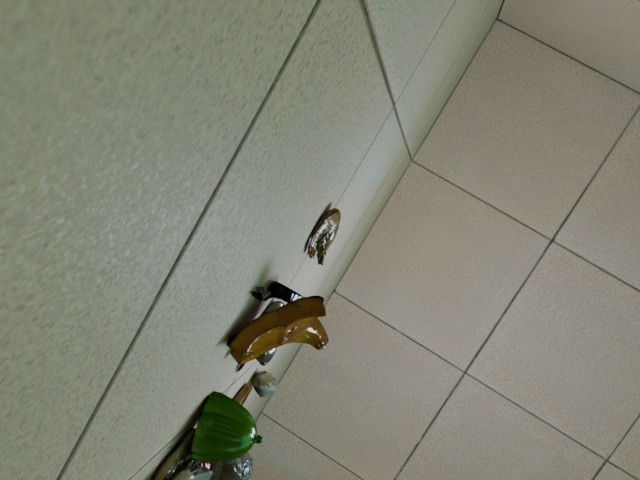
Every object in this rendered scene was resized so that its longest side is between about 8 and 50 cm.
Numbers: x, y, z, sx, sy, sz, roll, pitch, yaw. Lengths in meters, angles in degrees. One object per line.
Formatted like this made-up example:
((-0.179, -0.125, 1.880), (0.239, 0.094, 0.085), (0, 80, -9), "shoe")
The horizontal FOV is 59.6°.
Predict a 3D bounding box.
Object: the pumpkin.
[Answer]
((-0.101, 0.237, 1.393), (0.258, 0.095, 0.290), (-22, 157, -12), "pumpkin")

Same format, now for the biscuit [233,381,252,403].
((-0.326, 0.632, 2.042), (0.248, 0.035, 0.184), (-59, 174, -1), "biscuit")

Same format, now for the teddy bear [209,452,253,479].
((-0.349, 0.754, 1.794), (0.267, 0.236, 0.151), (-28, 127, 0), "teddy bear")

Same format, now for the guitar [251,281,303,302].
((-0.107, 0.127, 1.344), (0.038, 0.084, 0.271), (-62, 166, -1), "guitar")

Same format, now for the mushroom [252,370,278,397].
((-0.228, 0.576, 2.251), (0.099, 0.096, 0.278), (-57, 169, -19), "mushroom")

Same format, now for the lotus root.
((-0.234, 0.509, 1.483), (0.186, 0.186, 0.186), (-57, 173, -12), "lotus root")

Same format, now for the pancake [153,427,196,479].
((-0.395, 0.628, 1.493), (0.282, 0.049, 0.282), (-56, 168, -19), "pancake")

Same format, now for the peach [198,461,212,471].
((-0.379, 0.683, 1.693), (0.100, 0.101, 0.100), (-57, 173, -12), "peach")

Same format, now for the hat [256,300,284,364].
((-0.139, 0.256, 1.557), (0.175, 0.085, 0.147), (-56, 172, -20), "hat")

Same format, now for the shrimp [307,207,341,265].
((0.003, 0.002, 1.603), (0.133, 0.053, 0.236), (-55, 169, -40), "shrimp")

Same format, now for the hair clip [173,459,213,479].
((-0.355, 0.633, 1.406), (0.159, 0.071, 0.218), (-66, 161, 7), "hair clip")

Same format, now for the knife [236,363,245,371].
((-0.190, 0.304, 1.669), (0.230, 0.028, 0.060), (-57, -171, 4), "knife")
